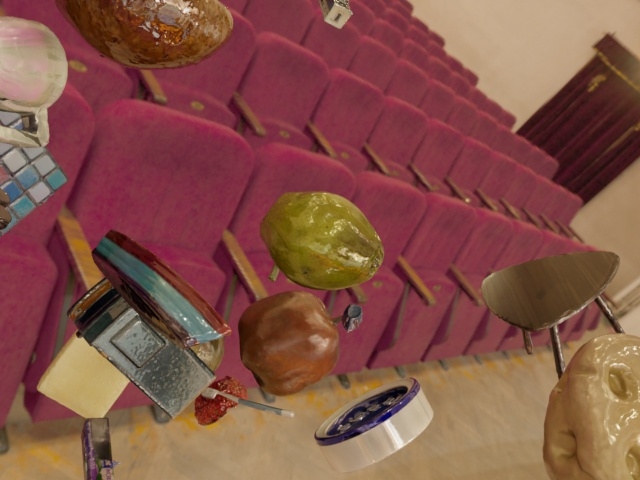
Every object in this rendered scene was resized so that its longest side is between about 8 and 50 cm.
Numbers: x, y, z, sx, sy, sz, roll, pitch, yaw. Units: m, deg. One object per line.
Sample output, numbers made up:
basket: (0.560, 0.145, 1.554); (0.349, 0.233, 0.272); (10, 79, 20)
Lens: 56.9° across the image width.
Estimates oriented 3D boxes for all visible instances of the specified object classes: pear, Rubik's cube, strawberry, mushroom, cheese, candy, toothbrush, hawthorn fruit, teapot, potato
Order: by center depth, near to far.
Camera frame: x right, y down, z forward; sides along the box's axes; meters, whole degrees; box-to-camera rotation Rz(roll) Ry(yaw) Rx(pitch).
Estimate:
cheese: (0.340, 0.221, 0.637); (0.218, 0.117, 0.235); (-15, 68, -26)
teapot: (-0.571, -0.284, 1.039); (0.163, 0.221, 0.178); (26, 18, 11)
mushroom: (-0.294, -0.482, 1.103); (0.331, 0.356, 0.334); (49, 11, 5)
pear: (0.000, 0.000, 1.222); (0.269, 0.212, 0.212); (28, 18, 20)
candy: (-0.513, 0.562, 1.373); (0.061, 0.088, 0.312); (4, 38, -29)
toothbrush: (-0.188, 0.411, 1.489); (0.025, 0.276, 0.019); (-58, 143, -39)
Rubik's cube: (-0.884, -0.202, 1.491); (0.293, 0.292, 0.286); (25, -31, 33)
hawthorn fruit: (-0.064, 0.257, 1.574); (0.267, 0.301, 0.267); (57, 13, -21)
potato: (-0.393, 0.248, 1.654); (0.218, 0.202, 0.350); (23, -31, 45)
strawberry: (-0.298, 0.455, 1.672); (0.097, 0.175, 0.228); (59, -4, 5)
cheese: (-0.754, 0.428, 1.961); (0.243, 0.265, 0.124); (37, -5, -17)

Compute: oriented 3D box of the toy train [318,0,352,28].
toy train: (0.021, -0.568, 1.325); (0.052, 0.051, 0.233); (17, 45, -32)

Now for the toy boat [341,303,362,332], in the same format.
toy boat: (0.055, 0.140, 1.042); (0.038, 0.038, 0.083); (41, 21, -3)

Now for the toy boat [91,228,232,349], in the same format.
toy boat: (-0.301, 0.090, 1.065); (0.080, 0.136, 0.392); (-27, 39, -33)

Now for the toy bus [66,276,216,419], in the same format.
toy bus: (-0.401, 0.242, 1.350); (0.194, 0.162, 0.323); (26, -26, 50)

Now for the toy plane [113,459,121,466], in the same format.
toy plane: (-0.615, 0.694, 1.683); (0.054, 0.062, 0.167); (11, 32, -2)

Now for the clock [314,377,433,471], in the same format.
clock: (0.104, 0.357, 1.150); (0.083, 0.231, 0.230); (62, 26, 5)

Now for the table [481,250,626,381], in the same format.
table: (0.580, 0.199, 1.382); (0.248, 0.318, 0.317); (64, 18, -17)

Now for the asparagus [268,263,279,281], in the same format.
asparagus: (-0.102, 0.002, 1.689); (0.025, 0.025, 0.248); (36, 63, -43)

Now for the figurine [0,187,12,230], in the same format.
figurine: (-0.749, 0.018, 1.126); (0.205, 0.332, 0.185); (19, 28, -38)
